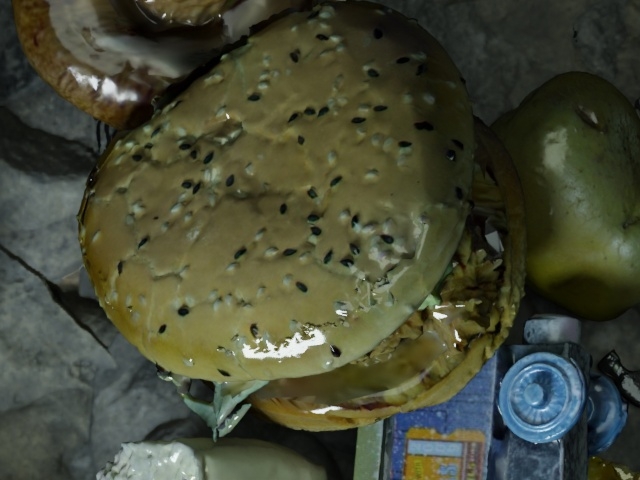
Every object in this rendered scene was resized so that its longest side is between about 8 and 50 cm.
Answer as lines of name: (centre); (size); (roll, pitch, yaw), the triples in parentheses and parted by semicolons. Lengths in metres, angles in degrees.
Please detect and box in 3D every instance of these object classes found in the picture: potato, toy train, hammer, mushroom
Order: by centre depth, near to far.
toy train: (0.124, 0.206, 1.513); (0.202, 0.131, 0.299); (-1, 76, 26)
mushroom: (-0.094, -0.209, 1.567); (0.283, 0.195, 0.263); (-26, 89, 8)
potato: (0.207, -0.031, 1.577); (0.157, 0.157, 0.194); (-32, 93, -9)
hammer: (0.326, 0.066, 1.626); (0.201, 0.021, 0.078); (-42, 84, -9)

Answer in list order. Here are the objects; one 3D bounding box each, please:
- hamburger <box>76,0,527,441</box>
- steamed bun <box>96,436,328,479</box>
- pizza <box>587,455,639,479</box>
hamburger: (0.000, 0.000, 1.460); (0.318, 0.195, 0.277); (-37, 51, 3)
steamed bun: (-0.092, 0.266, 1.485); (0.170, 0.200, 0.225); (-8, 79, 35)
pizza: (0.196, 0.229, 1.578); (0.099, 0.036, 0.160); (44, 79, 6)
